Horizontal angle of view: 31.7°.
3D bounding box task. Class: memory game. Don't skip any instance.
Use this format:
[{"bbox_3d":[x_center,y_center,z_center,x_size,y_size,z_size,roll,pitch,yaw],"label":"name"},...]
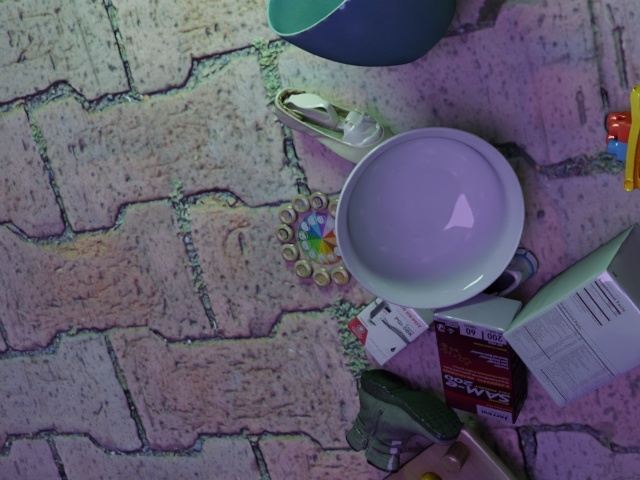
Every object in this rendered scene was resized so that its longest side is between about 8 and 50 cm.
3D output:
[{"bbox_3d":[0.000,0.000,2.013,0.186,0.012,0.186,11,115,25],"label":"memory game"}]

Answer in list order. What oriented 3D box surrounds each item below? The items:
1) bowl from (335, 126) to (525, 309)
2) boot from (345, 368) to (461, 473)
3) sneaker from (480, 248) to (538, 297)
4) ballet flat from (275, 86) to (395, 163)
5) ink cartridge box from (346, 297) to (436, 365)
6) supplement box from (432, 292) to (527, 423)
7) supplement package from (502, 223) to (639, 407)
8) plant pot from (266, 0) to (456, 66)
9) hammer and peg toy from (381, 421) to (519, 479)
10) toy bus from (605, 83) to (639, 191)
[{"bbox_3d":[0.166,-0.050,1.794,0.298,0.134,0.297,-1,109,-3],"label":"bowl"},{"bbox_3d":[0.147,0.344,1.996,0.246,0.083,0.161,29,116,47],"label":"boot"},{"bbox_3d":[0.263,0.076,1.856,0.191,0.083,0.071,-32,94,36],"label":"sneaker"},{"bbox_3d":[0.030,-0.191,1.863,0.248,0.086,0.086,24,120,19],"label":"ballet flat"},{"bbox_3d":[0.128,0.140,1.974,0.099,0.056,0.135,48,126,4],"label":"ink cartridge box"},{"bbox_3d":[0.267,0.191,1.861,0.130,0.073,0.239,12,139,25],"label":"supplement box"},{"bbox_3d":[0.424,0.114,1.713,0.203,0.194,0.149,-39,90,36],"label":"supplement package"},{"bbox_3d":[0.089,-0.372,1.674,0.195,0.290,0.290,34,132,-30],"label":"plant pot"},{"bbox_3d":[0.294,0.515,2.000,0.361,0.127,0.266,48,123,4],"label":"hammer and peg toy"},{"bbox_3d":[0.500,-0.166,1.593,0.211,0.149,0.220,22,123,38],"label":"toy bus"}]
